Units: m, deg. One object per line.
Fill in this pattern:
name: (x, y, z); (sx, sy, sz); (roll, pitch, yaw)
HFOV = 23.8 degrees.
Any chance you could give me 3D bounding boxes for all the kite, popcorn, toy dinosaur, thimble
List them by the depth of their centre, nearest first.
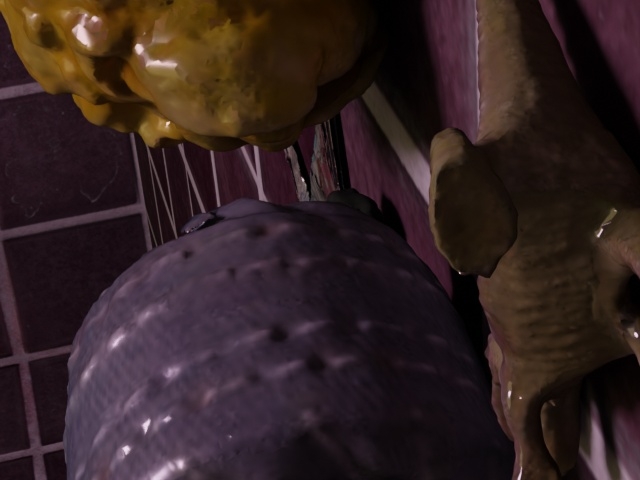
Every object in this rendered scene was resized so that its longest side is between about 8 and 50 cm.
toy dinosaur: (0.062, -0.028, 0.494); (0.200, 0.072, 0.251); (-97, -12, -79)
thimble: (-0.008, 0.107, 0.693); (0.236, 0.205, 0.172); (49, -162, -38)
popcorn: (-0.065, -0.130, 0.725); (0.200, 0.226, 0.203); (10, -126, -53)
kite: (0.000, 0.000, 1.058); (0.335, 0.011, 0.314); (96, 161, -58)

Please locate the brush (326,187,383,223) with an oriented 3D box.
brush: (0.032, 0.117, 0.906); (0.070, 0.051, 0.323); (-127, 30, -55)
